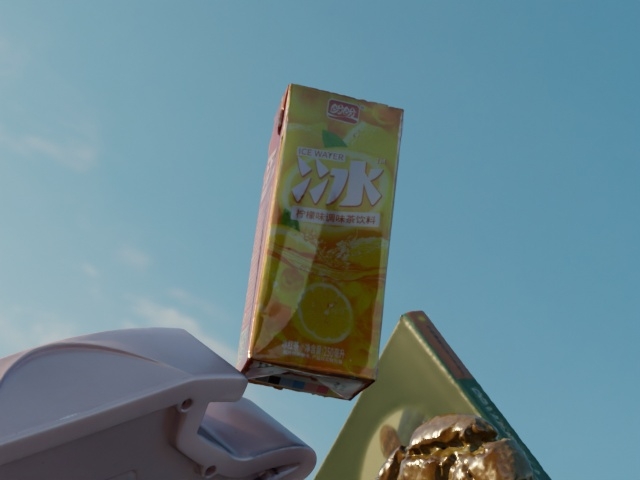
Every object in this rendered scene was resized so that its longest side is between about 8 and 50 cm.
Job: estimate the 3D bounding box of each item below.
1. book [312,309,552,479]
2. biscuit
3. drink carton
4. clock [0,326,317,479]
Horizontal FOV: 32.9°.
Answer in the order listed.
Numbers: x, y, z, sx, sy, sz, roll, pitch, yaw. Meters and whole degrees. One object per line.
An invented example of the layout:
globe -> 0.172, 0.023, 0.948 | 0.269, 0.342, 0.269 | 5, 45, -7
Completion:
book -> 0.122, 0.278, 0.967 | 0.043, 0.371, 0.260 | 3, -54, -35
biscuit -> 0.098, 0.246, 0.839 | 0.042, 0.226, 0.226 | 15, -28, -33
drink carton -> 0.000, 0.000, 0.814 | 0.096, 0.223, 0.071 | 12, -23, -10
clock -> -0.138, 0.189, 0.717 | 0.080, 0.290, 0.276 | 34, -51, 41
